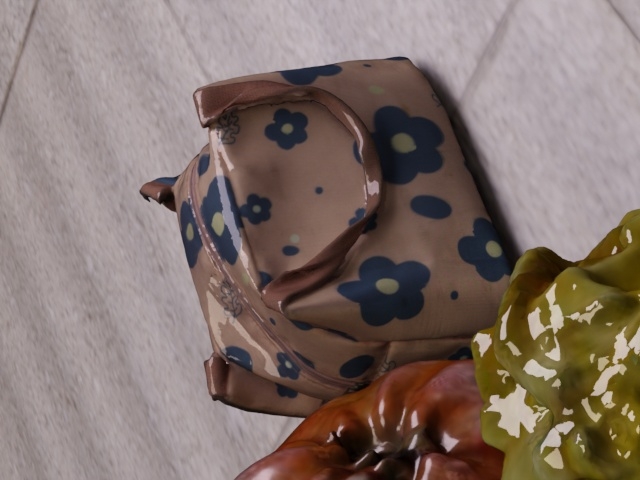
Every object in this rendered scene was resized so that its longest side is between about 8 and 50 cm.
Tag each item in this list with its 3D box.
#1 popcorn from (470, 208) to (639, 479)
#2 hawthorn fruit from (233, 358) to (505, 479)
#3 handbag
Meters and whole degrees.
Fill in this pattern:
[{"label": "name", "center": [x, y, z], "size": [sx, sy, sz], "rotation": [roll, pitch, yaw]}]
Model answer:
[{"label": "popcorn", "center": [0.191, 0.085, 0.968], "size": [0.259, 0.212, 0.259], "rotation": [11, 105, 51]}, {"label": "hawthorn fruit", "center": [0.054, 0.215, 1.134], "size": [0.284, 0.284, 0.284], "rotation": [7, 98, 59]}, {"label": "handbag", "center": [0.000, 0.000, 1.282], "size": [0.190, 0.193, 0.251], "rotation": [-59, 44, 49]}]
